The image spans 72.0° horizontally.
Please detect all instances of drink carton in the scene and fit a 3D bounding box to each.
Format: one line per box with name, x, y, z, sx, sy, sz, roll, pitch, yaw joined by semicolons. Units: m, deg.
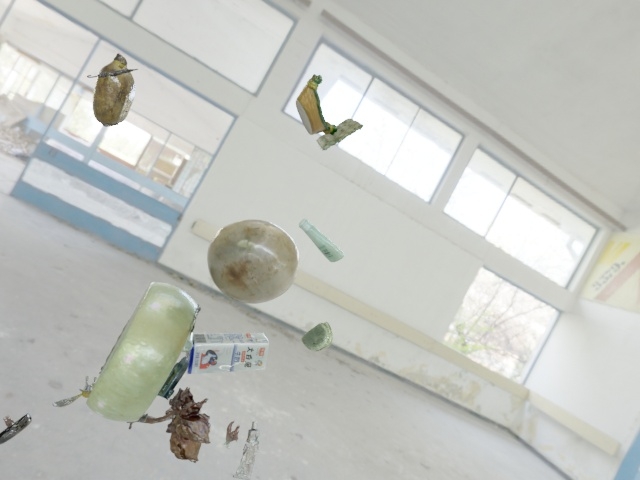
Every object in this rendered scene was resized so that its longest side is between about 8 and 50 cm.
drink carton;-0.371;0.445;1.762;0.315;0.130;0.107;4;15;-26

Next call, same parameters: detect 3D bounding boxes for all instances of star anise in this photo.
star anise;-0.483;0.602;1.443;0.347;0.237;0.148;1;1;19

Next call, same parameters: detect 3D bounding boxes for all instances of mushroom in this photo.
mushroom;-0.167;0.048;1.093;0.227;0.226;0.178;29;24;-27

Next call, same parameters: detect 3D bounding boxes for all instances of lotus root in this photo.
lotus root;-0.736;-0.534;1.573;0.129;0.260;0.145;14;18;-16

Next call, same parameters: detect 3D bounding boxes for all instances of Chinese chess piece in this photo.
Chinese chess piece;-0.445;0.279;1.122;0.147;0.349;0.349;29;-3;-17

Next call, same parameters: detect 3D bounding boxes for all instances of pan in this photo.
pan;-1.006;0.606;1.434;0.212;0.115;0.040;-11;-68;49

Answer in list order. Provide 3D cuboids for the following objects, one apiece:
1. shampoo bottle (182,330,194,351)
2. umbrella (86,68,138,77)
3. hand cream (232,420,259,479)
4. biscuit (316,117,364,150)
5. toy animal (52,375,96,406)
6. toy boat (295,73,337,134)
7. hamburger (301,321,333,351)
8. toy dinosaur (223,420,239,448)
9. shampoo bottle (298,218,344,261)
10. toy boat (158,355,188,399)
shampoo bottle;-0.505;0.352;1.660;0.056;0.056;0.195;29;6;-19
umbrella;-0.510;-0.411;1.087;0.022;0.122;0.013;46;-34;38
hand cream;-0.319;0.947;1.985;0.084;0.256;0.050;18;-10;-24
biscuit;0.053;-0.330;1.364;0.016;0.144;0.203;55;7;-22
toy animal;-0.874;0.566;1.679;0.219;0.095;0.155;11;13;-19
toy boat;-0.010;-0.355;1.212;0.089;0.088;0.229;51;-6;26
hamburger;-0.003;0.366;1.643;0.054;0.121;0.084;38;12;-51
toy dinosaur;-0.371;0.820;1.863;0.032;0.108;0.220;35;-13;-18
shampoo bottle;0.000;0.000;1.505;0.069;0.041;0.190;-15;-53;46
toy boat;-0.464;0.428;1.391;0.060;0.141;0.055;28;-22;10
